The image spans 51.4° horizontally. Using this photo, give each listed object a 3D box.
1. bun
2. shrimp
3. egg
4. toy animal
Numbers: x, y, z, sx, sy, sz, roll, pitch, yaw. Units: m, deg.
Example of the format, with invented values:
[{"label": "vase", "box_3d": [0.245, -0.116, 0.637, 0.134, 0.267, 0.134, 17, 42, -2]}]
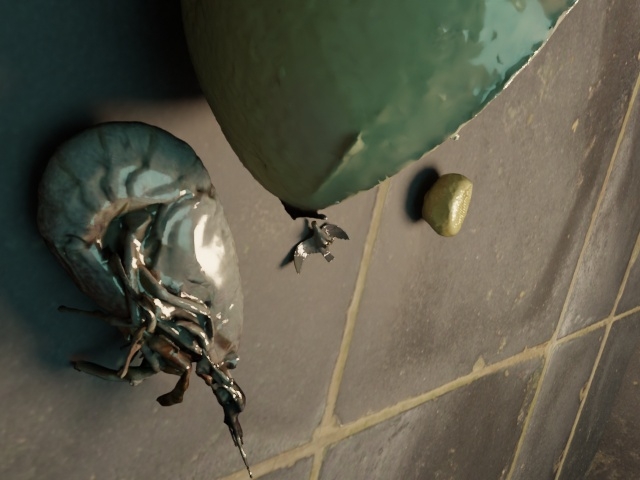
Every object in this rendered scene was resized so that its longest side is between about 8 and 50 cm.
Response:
[{"label": "bun", "box_3d": [0.164, -0.050, 0.877, 0.086, 0.055, 0.086, -47, 148, -42]}, {"label": "shrimp", "box_3d": [-0.123, 0.066, 0.545, 0.145, 0.116, 0.342, -37, 127, -32]}, {"label": "egg", "box_3d": [0.017, -0.195, 0.454, 0.201, 0.337, 0.337, 35, 80, -25]}, {"label": "toy animal", "box_3d": [0.001, 0.000, 0.727, 0.084, 0.028, 0.050, -34, 140, -36]}]
